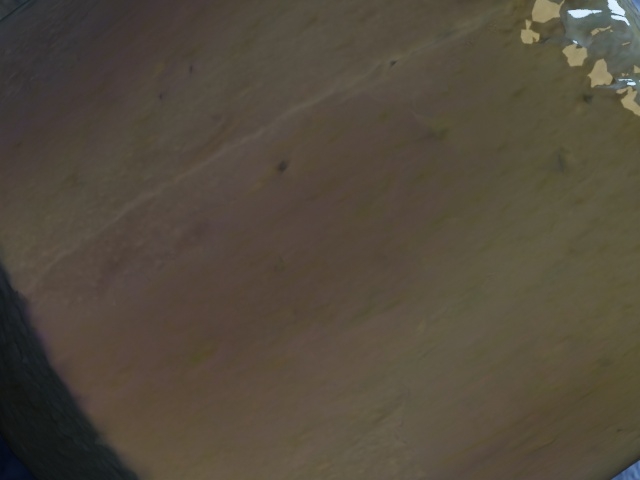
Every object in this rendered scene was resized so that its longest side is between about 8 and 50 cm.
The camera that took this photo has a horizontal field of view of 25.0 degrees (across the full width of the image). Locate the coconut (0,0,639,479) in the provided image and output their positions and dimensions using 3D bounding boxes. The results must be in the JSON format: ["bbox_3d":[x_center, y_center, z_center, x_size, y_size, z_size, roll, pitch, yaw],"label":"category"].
[{"bbox_3d":[0.000,0.000,0.460,0.239,0.244,0.239,51,16,-21],"label":"coconut"}]
